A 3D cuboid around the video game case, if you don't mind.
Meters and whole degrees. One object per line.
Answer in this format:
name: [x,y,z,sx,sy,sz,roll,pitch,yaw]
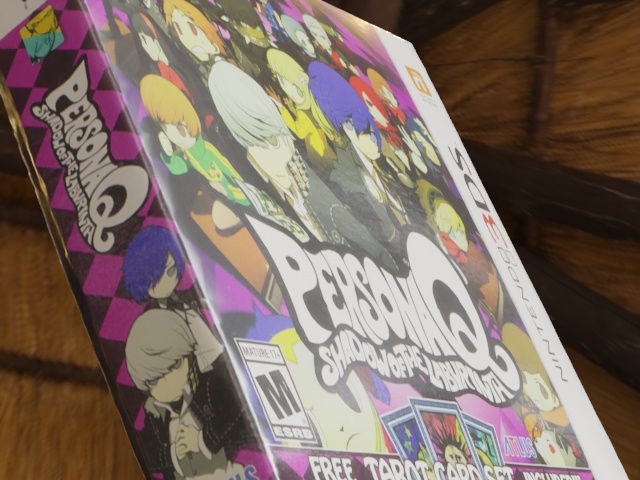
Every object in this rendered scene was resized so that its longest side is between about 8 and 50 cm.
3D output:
video game case: [0.000,0.000,0.546,0.042,0.232,0.210,-35,-116,24]
